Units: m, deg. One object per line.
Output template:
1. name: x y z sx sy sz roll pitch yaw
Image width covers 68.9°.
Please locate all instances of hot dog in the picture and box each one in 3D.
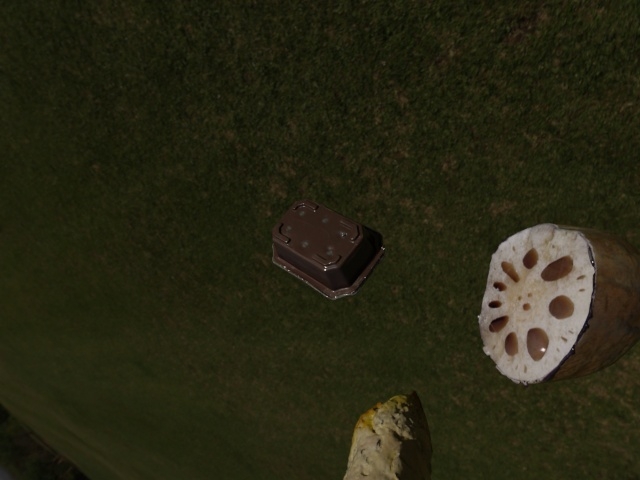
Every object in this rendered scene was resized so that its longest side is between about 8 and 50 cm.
1. hot dog: 0.045 0.175 0.317 0.061 0.169 0.078 -23 108 19

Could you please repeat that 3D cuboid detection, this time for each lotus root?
1. lotus root: 0.400 0.103 0.759 0.192 0.272 0.272 6 147 -18

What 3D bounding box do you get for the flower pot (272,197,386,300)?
1. flower pot: 0.000 0.000 0.985 0.251 0.179 0.084 29 162 35
